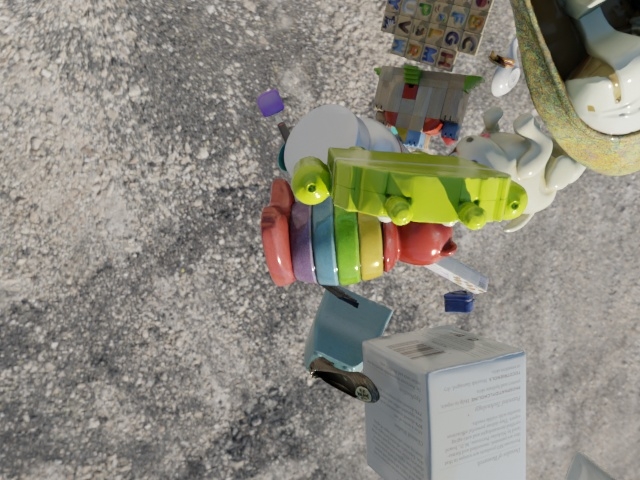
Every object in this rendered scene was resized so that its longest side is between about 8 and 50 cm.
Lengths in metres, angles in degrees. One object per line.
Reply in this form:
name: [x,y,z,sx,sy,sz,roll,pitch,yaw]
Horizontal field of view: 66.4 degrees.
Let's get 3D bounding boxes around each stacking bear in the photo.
stacking bear: [0.067,-0.010,0.792,0.289,0.175,0.164,-3,120,6]

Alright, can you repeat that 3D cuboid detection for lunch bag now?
lunch bag: [0.448,0.194,1.575,0.067,0.098,0.065,-15,99,-56]

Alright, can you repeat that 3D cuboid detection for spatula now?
spatula: [-0.138,-0.398,1.636,0.084,0.296,0.030,-24,146,-2]

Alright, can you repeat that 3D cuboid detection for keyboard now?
keyboard: [0.044,0.144,1.410,0.108,0.180,0.023,32,89,-37]

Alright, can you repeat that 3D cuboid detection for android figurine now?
android figurine: [0.093,-0.062,0.525,0.248,0.273,0.056,3,107,-5]

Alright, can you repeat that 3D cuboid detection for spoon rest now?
spoon rest: [0.678,-0.631,1.708,0.276,0.084,0.137,-55,143,5]

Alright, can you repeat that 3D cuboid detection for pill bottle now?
pill bottle: [0.107,-0.131,1.105,0.229,0.229,0.408,-51,143,9]

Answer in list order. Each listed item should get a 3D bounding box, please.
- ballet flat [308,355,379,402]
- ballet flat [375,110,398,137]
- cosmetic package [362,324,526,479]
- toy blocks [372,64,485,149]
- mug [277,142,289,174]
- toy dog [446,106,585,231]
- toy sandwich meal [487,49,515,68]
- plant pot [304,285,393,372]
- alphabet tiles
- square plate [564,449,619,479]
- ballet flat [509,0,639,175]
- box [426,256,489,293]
ballet flat: [0.054,0.380,1.323,0.058,0.250,0.084,-19,114,-39]
ballet flat: [0.254,-0.412,1.884,0.116,0.124,0.342,-23,135,-19]
cosmetic package: [0.337,0.482,1.378,0.328,0.329,0.393,-5,96,-25]
toy blocks: [0.321,-0.421,1.621,0.191,0.382,0.260,-6,110,-61]
mug: [-0.058,-0.260,1.612,0.129,0.157,0.097,-44,140,20]
toy dog: [0.547,-0.218,1.513,0.408,0.284,0.395,-5,127,-30]
toy sandwich meal: [0.532,-0.532,1.436,0.086,0.085,0.029,1,132,-26]
plant pot: [0.069,0.347,1.687,0.248,0.252,0.247,24,137,6]
alphabet tiles: [0.327,-0.662,1.416,0.011,0.343,0.285,-17,129,-45]
square plate: [0.558,0.643,0.954,0.049,0.347,0.344,21,87,-3]
ballet flat: [0.226,-0.186,0.405,0.123,0.123,0.348,-35,111,-3]
box: [0.505,0.111,1.885,0.324,0.063,0.067,27,66,-18]
